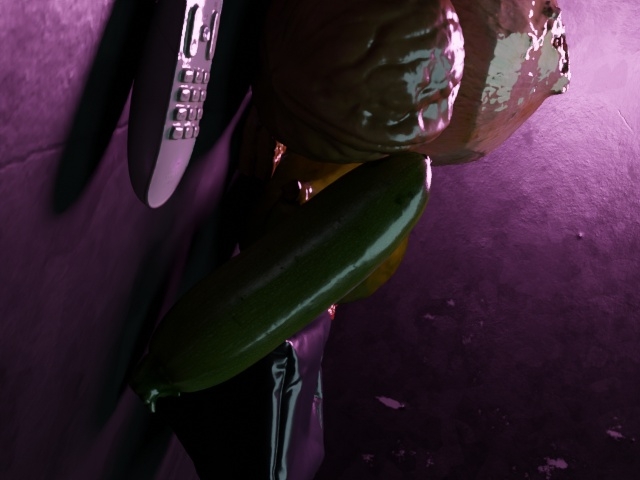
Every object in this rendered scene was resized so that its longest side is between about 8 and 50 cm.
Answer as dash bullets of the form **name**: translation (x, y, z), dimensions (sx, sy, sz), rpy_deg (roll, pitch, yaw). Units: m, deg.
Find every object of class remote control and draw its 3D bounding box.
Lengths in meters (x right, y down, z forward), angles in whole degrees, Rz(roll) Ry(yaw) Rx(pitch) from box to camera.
- **remote control**: translation (-0.095, -0.134, 0.665), dimensions (0.073, 0.044, 0.229), rpy_deg (-31, 133, -75)

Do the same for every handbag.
- **handbag**: translation (-0.092, 0.207, 1.314), dimensions (0.302, 0.177, 0.275), rpy_deg (-19, 117, -78)

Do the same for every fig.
- **fig**: translation (-0.022, -0.031, 1.268), dimensions (0.314, 0.233, 0.233), rpy_deg (8, 104, -53)

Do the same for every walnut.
- **walnut**: translation (0.033, -0.178, 1.023), dimensions (0.228, 0.228, 0.228), rpy_deg (20, 90, -86)

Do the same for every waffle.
- **waffle**: translation (-0.049, -0.151, 1.167), dimensions (0.102, 0.042, 0.148), rpy_deg (103, 8, -56)

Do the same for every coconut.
- **coconut**: translation (0.201, -0.300, 1.538), dimensions (0.404, 0.404, 0.405), rpy_deg (20, 90, -86)

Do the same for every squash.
- **squash**: translation (-0.033, 0.037, 1.048), dimensions (0.395, 0.107, 0.107), rpy_deg (-39, 165, -18)

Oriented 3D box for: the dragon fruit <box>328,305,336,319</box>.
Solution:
- **dragon fruit**: translation (-0.041, 0.104, 1.974), dimensions (0.166, 0.133, 0.136), rpy_deg (55, -41, 42)
